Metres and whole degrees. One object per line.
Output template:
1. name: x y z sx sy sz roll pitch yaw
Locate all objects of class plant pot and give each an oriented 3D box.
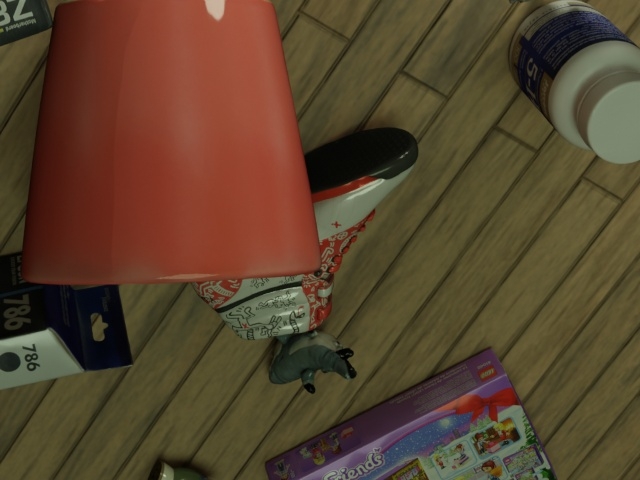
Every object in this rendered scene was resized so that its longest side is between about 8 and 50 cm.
1. plant pot: -0.133 -0.089 1.331 0.275 0.275 0.243 -1 92 -14

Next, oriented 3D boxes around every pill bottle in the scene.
1. pill bottle: 0.263 -0.151 1.451 0.112 0.187 0.112 -6 119 -11

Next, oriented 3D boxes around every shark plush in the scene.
1. shark plush: -0.001 0.130 1.568 0.073 0.161 0.067 23 83 -41

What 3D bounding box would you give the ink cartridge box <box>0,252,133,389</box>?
1. ink cartridge box: -0.354 0.087 1.438 0.332 0.165 0.065 -11 119 -9

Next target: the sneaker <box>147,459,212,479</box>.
1. sneaker: -0.168 0.339 1.682 0.086 0.064 0.192 14 111 -16

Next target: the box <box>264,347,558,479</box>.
1. box: 0.110 0.273 1.723 0.293 0.057 0.201 -27 122 1

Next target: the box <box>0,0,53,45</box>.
1. box: -0.451 -0.259 1.203 0.395 0.097 0.318 -20 122 -6

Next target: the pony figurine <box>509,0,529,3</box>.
1. pony figurine: 0.333 -0.278 1.288 0.303 0.363 0.351 -40 165 0

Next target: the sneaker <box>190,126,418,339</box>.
1. sneaker: -0.001 0.000 1.526 0.270 0.090 0.145 -28 122 6
